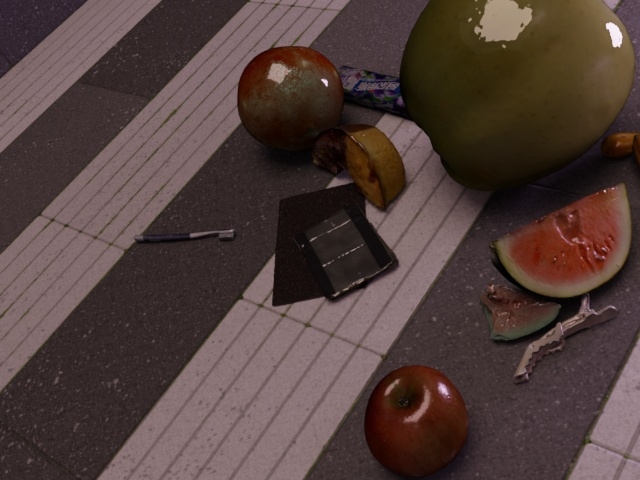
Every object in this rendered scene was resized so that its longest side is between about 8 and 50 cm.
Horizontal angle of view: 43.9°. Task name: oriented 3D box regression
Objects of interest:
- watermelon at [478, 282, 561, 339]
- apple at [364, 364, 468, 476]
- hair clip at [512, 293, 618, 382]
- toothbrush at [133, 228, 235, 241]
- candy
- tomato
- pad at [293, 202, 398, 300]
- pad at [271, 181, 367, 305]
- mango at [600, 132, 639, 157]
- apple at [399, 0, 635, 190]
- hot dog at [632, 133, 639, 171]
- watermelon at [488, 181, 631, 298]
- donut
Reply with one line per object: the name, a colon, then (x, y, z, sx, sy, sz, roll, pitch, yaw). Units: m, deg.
watermelon: (0.361, 0.134, 1.460, 0.155, 0.080, 0.101, 6, 56, 17)
apple: (0.156, 0.302, 1.331, 0.181, 0.168, 0.180, -16, 48, 18)
hair clip: (0.421, 0.172, 1.421, 0.226, 0.034, 0.072, -35, 41, -6)
toothbrush: (-0.337, -0.009, 1.952, 0.288, 0.024, 0.026, -2, 63, 22)
candy: (0.152, -0.382, 2.037, 0.312, 0.061, 0.088, 24, 66, 39)
tomato: (-0.070, -0.339, 1.958, 0.270, 0.270, 0.222, -27, 59, 0)
pad: (0.049, 0.021, 1.737, 0.174, 0.022, 0.233, -30, 43, -2)
pad: (0.000, 0.000, 1.796, 0.220, 0.004, 0.330, -12, 46, 15)
mango: (0.632, -0.203, 1.658, 0.089, 0.046, 0.060, -21, 44, 0)
apple: (0.384, -0.334, 1.616, 0.474, 0.473, 0.473, -13, 46, 14)
hot dog: (0.686, -0.125, 1.542, 0.115, 0.072, 0.268, -12, 45, 16)
watermelon: (0.450, 0.020, 1.486, 0.304, 0.159, 0.128, -24, 1, -14)
donut: (0.092, -0.210, 1.850, 0.112, 0.151, 0.295, -25, 41, -27)
